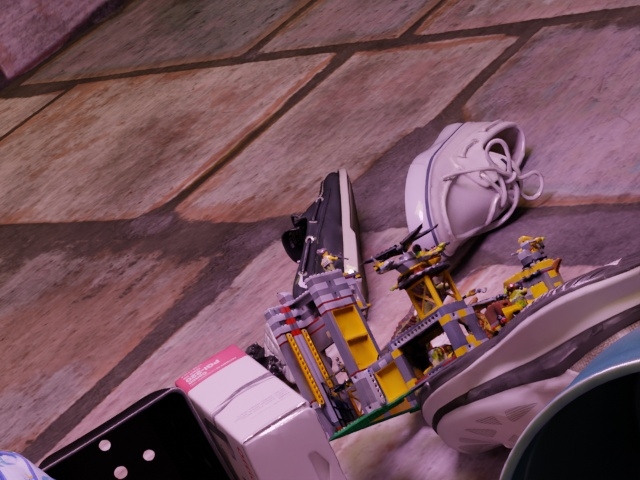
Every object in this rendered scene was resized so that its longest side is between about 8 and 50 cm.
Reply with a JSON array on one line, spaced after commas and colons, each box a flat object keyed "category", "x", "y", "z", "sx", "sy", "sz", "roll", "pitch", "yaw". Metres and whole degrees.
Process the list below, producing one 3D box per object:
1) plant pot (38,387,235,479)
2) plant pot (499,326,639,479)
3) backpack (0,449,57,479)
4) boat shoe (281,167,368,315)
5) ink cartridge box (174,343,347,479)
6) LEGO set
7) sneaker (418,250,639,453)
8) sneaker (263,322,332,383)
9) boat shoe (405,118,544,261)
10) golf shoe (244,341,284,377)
[{"category": "plant pot", "x": -0.214, "y": 0.282, "z": 1.748, "sx": 0.188, "sy": 0.187, "sz": 0.167, "roll": -32, "pitch": 12, "yaw": -15}, {"category": "plant pot", "x": 0.282, "y": 0.161, "z": 1.061, "sx": 0.272, "sy": 0.271, "sz": 0.255, "roll": -13, "pitch": 12, "yaw": 25}, {"category": "backpack", "x": -0.366, "y": 0.373, "z": 1.497, "sx": 0.355, "sy": 0.273, "sz": 0.290, "roll": -32, "pitch": 40, "yaw": -1}, {"category": "boat shoe", "x": 0.001, "y": 0.004, "z": 2.166, "sx": 0.113, "sy": 0.127, "sz": 0.340, "roll": -10, "pitch": 35, "yaw": 4}, {"category": "ink cartridge box", "x": -0.063, "y": 0.230, "z": 1.715, "sx": 0.092, "sy": 0.158, "sz": 0.218, "roll": -31, "pitch": 24, "yaw": -17}, {"category": "LEGO set", "x": 0.099, "y": 0.068, "z": 1.668, "sx": 0.255, "sy": 0.192, "sz": 0.331, "roll": -17, "pitch": -16, "yaw": -36}, {"category": "sneaker", "x": 0.244, "y": 0.204, "z": 1.472, "sx": 0.169, "sy": 0.257, "sz": 0.447, "roll": -21, "pitch": -14, "yaw": -20}, {"category": "sneaker", "x": -0.030, "y": 0.149, "z": 2.003, "sx": 0.065, "sy": 0.061, "sz": 0.158, "roll": -4, "pitch": 18, "yaw": -21}, {"category": "boat shoe", "x": 0.230, "y": -0.081, "z": 2.137, "sx": 0.156, "sy": 0.136, "sz": 0.367, "roll": -11, "pitch": 18, "yaw": 23}, {"category": "golf shoe", "x": -0.111, "y": 0.220, "z": 1.914, "sx": 0.094, "sy": 0.077, "sz": 0.198, "roll": -36, "pitch": 15, "yaw": 37}]
